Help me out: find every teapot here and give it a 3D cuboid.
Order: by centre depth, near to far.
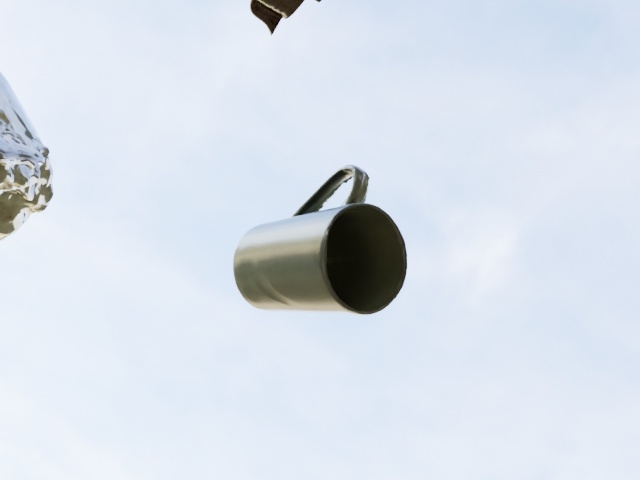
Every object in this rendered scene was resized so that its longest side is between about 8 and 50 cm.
[{"bbox_3d":[-0.035,-0.227,1.173,0.080,0.110,0.085,33,-67,-15],"label":"teapot"}]

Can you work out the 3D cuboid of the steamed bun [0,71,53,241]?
[{"bbox_3d":[-0.256,-0.063,0.598,0.272,0.273,0.290,-10,-29,9],"label":"steamed bun"}]

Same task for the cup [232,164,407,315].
[{"bbox_3d":[-0.004,0.002,0.709,0.083,0.054,0.075,-6,-86,52],"label":"cup"}]
